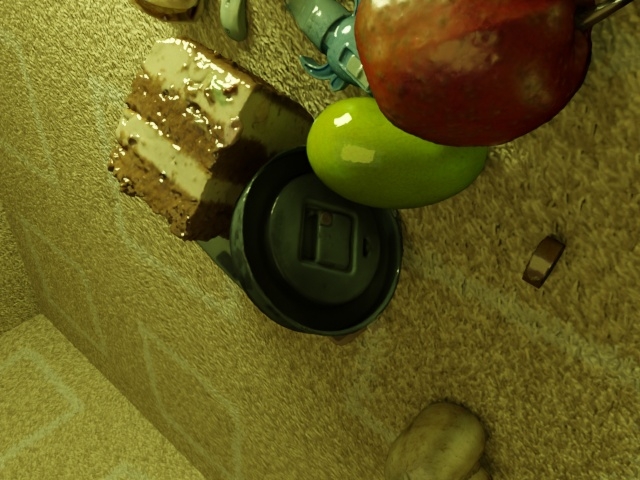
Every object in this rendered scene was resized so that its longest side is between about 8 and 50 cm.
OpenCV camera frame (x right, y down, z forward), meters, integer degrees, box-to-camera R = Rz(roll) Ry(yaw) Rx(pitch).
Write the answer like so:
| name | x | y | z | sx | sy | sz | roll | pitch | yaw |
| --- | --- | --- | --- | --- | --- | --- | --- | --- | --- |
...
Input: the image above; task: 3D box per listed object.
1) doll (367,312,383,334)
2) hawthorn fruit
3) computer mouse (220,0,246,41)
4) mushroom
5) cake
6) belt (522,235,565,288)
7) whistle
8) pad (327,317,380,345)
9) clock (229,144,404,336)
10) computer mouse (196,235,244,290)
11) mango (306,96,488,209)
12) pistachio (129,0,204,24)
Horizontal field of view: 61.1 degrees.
| name | x | y | z | sx | sy | sz | roll | pitch | yaw |
| --- | --- | --- | --- | --- | --- | --- | --- | --- | --- |
| doll | 0.090 | 0.130 | 1.120 | 0.084 | 0.073 | 0.127 | 7 | 116 | 60 |
| hawthorn fruit | 0.200 | -0.238 | 0.610 | 0.300 | 0.254 | 0.254 | -11 | 108 | 45 |
| computer mouse | -0.168 | -0.431 | 1.026 | 0.056 | 0.032 | 0.110 | 30 | 135 | 28 |
| mushroom | 0.233 | 0.473 | 1.116 | 0.195 | 0.189 | 0.253 | 44 | 143 | 20 |
| cake | -0.187 | -0.175 | 0.991 | 0.256 | 0.282 | 0.290 | 38 | 104 | 22 |
| belt | 0.329 | 0.034 | 0.807 | 0.036 | 0.059 | 0.083 | 34 | 137 | 25 |
| whistle | 0.042 | -0.312 | 0.853 | 0.269 | 0.093 | 0.180 | 51 | 136 | 16 |
| pad | -0.002 | 0.112 | 1.205 | 0.266 | 0.002 | 0.176 | 46 | 130 | 1 |
| clock | 0.000 | 0.000 | 0.920 | 0.067 | 0.325 | 0.325 | -18 | 102 | 55 |
| computer mouse | -0.185 | 0.003 | 1.301 | 0.197 | 0.095 | 0.331 | -30 | 104 | 39 |
| mango | 0.110 | -0.126 | 0.838 | 0.273 | 0.149 | 0.185 | 14 | 153 | 11 |
| pistachio | -0.316 | -0.518 | 1.044 | 0.229 | 0.157 | 0.157 | 48 | 141 | 1 |
